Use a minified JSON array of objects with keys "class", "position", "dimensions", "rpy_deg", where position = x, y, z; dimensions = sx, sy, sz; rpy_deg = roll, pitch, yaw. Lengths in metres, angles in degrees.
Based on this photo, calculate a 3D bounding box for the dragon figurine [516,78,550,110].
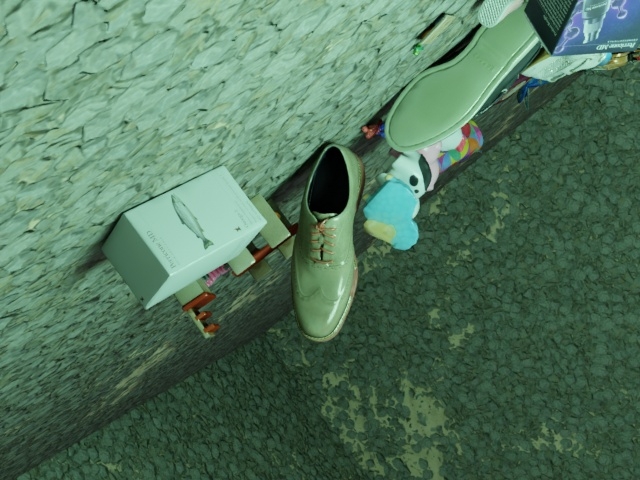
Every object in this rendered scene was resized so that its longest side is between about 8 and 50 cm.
[{"class":"dragon figurine","position":[0.485,-0.386,2.145],"dimensions":[0.144,0.085,0.289],"rpy_deg":[-33,168,-19]}]

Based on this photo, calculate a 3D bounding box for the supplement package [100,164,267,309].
[{"class":"supplement package","position":[-0.182,-0.006,1.208],"dimensions":[0.179,0.105,0.105],"rpy_deg":[-32,172,-41]}]

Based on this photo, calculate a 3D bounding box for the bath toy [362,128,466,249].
[{"class":"bath toy","position":[0.184,-0.137,1.698],"dimensions":[0.151,0.129,0.348],"rpy_deg":[-40,-166,45]}]

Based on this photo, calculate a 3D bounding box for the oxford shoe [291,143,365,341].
[{"class":"oxford shoe","position":[0.000,0.000,1.561],"dimensions":[0.123,0.348,0.130],"rpy_deg":[3,173,12]}]

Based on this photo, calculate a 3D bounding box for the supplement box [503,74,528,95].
[{"class":"supplement box","position":[0.365,-0.337,1.889],"dimensions":[0.188,0.081,0.104],"rpy_deg":[-30,171,-44]}]

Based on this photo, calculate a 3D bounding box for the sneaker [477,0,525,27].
[{"class":"sneaker","position":[0.290,-0.380,1.348],"dimensions":[0.070,0.051,0.134],"rpy_deg":[-41,175,-32]}]

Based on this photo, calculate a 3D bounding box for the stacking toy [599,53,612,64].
[{"class":"stacking toy","position":[0.546,-0.481,1.652],"dimensions":[0.302,0.175,0.166],"rpy_deg":[-50,174,10]}]

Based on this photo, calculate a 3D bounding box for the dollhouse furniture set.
[{"class":"dollhouse furniture set","position":[-0.143,0.049,1.664],"dimensions":[0.259,0.135,0.262],"rpy_deg":[-37,174,-1]}]

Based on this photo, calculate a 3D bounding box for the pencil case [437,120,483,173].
[{"class":"pencil case","position":[0.327,-0.232,2.363],"dimensions":[0.236,0.104,0.104],"rpy_deg":[-31,171,-34]}]

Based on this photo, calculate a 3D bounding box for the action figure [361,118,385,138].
[{"class":"action figure","position":[0.106,-0.206,1.671],"dimensions":[0.038,0.030,0.115],"rpy_deg":[-46,165,25]}]

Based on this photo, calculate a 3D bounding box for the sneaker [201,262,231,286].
[{"class":"sneaker","position":[-0.228,0.068,1.781],"dimensions":[0.119,0.047,0.057],"rpy_deg":[-30,-178,-40]}]

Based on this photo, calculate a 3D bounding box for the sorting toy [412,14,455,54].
[{"class":"sorting toy","position":[0.163,-0.305,1.340],"dimensions":[0.083,0.012,0.062],"rpy_deg":[-44,176,24]}]

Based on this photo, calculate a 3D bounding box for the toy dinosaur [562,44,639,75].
[{"class":"toy dinosaur","position":[0.617,-0.434,1.943],"dimensions":[0.322,0.164,0.218],"rpy_deg":[5,-166,-22]}]

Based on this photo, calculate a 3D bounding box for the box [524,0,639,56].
[{"class":"box","position":[0.409,-0.376,1.290],"dimensions":[0.153,0.108,0.207],"rpy_deg":[-8,145,-16]}]

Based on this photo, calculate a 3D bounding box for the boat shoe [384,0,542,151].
[{"class":"boat shoe","position":[0.259,-0.275,1.572],"dimensions":[0.340,0.127,0.113],"rpy_deg":[-48,159,13]}]

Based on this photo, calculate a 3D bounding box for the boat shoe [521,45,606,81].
[{"class":"boat shoe","position":[0.449,-0.341,1.537],"dimensions":[0.277,0.096,0.098],"rpy_deg":[-19,-128,69]}]
